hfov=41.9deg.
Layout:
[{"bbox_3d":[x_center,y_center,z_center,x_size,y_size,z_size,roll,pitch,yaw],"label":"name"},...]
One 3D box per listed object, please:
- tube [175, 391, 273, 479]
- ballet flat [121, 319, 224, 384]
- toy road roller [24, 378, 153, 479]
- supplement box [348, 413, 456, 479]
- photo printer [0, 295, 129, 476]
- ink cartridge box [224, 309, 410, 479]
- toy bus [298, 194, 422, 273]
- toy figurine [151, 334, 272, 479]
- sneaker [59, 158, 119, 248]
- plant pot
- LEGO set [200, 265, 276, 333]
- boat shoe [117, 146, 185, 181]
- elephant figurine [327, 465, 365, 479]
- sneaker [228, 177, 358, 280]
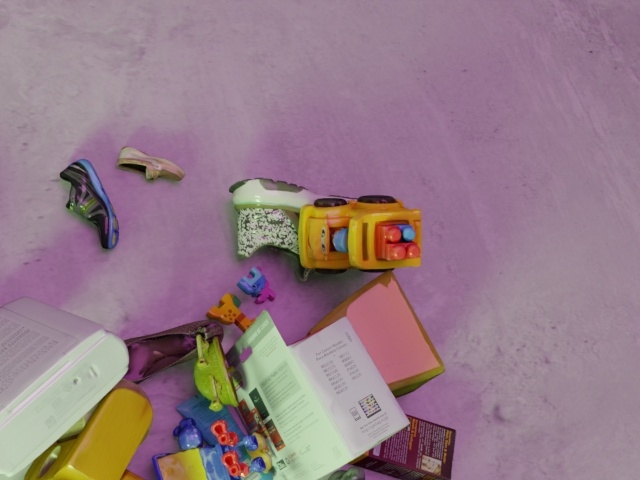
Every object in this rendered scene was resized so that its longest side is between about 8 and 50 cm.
[{"bbox_3d":[-0.165,0.356,1.487,0.080,0.052,0.207,-30,74,-34],"label":"tube"},{"bbox_3d":[-0.288,0.200,1.471,0.249,0.058,0.084,-17,86,-14],"label":"ballet flat"},{"bbox_3d":[-0.335,0.406,1.298,0.240,0.202,0.330,38,54,-21],"label":"toy road roller"},{"bbox_3d":[0.155,0.392,1.593,0.188,0.081,0.104,21,57,-14],"label":"supplement box"},{"bbox_3d":[-0.477,0.207,1.287,0.256,0.307,0.107,-44,128,-33],"label":"photo printer"},{"bbox_3d":[-0.029,0.263,1.437,0.130,0.309,0.272,-23,76,-33],"label":"ink cartridge box"},{"bbox_3d":[0.088,-0.001,1.570,0.220,0.211,0.150,-3,99,-18],"label":"toy bus"},{"bbox_3d":[-0.217,0.358,1.380,0.217,0.191,0.363,-23,74,7],"label":"toy figurine"},{"bbox_3d":[-0.435,-0.062,1.578,0.078,0.067,0.188,-26,78,-11],"label":"sneaker"},{"bbox_3d":[0.078,0.212,1.589,0.187,0.212,0.212,-23,75,-19],"label":"plant pot"},{"bbox_3d":[-0.148,0.139,1.583,0.093,0.087,0.227,44,56,2],"label":"LEGO set"},{"bbox_3d":[-0.339,-0.142,1.668,0.135,0.050,0.045,18,61,-4],"label":"boat shoe"},{"bbox_3d":[0.106,0.522,1.471,0.239,0.169,0.186,43,83,-18],"label":"elephant figurine"},{"bbox_3d":[0.000,0.000,1.717,0.410,0.158,0.182,11,81,-17],"label":"sneaker"}]
